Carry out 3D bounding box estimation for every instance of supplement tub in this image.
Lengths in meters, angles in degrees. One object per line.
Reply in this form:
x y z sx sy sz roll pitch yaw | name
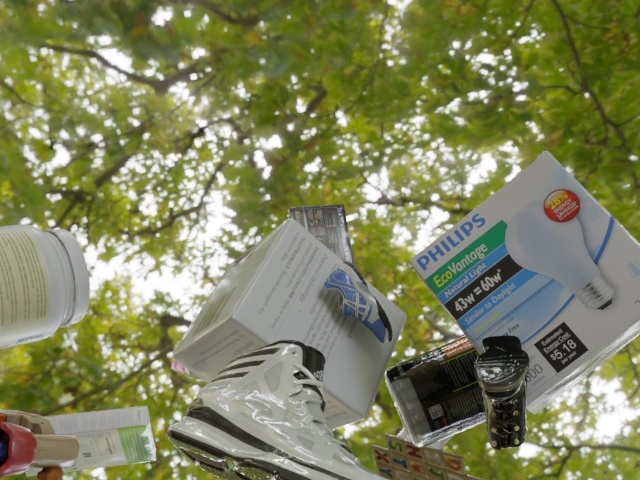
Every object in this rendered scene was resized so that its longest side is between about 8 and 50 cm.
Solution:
-0.636 0.094 1.363 0.235 0.325 0.235 10 -76 44 | supplement tub
0.343 0.347 1.734 0.207 0.338 0.207 158 -90 -89 | supplement tub

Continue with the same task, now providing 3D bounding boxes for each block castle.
-0.650 0.424 1.201 0.453 0.213 0.303 2 -105 30 | block castle

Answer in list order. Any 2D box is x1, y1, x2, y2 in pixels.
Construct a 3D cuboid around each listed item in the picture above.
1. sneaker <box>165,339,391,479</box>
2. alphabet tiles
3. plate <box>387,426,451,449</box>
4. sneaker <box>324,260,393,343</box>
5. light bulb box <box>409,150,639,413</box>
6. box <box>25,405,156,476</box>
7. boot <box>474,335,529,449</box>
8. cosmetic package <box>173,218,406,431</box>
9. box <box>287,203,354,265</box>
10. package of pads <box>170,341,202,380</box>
-0.020 0.283 1.143 0.447 0.257 0.169 11 -37 34 | sneaker
0.292 0.646 1.877 0.342 0.011 0.285 6 -59 38 | alphabet tiles
0.335 0.580 2.206 0.045 0.277 0.278 57 -47 34 | plate
0.088 0.152 1.629 0.211 0.081 0.080 55 -9 -2 | sneaker
0.435 0.088 1.415 0.361 0.358 0.225 53 6 26 | light bulb box
-0.574 0.493 1.750 0.232 0.322 0.058 100 -16 -51 | box
0.306 0.268 1.180 0.236 0.085 0.178 -32 116 -73 | boot
-0.073 0.232 1.751 0.393 0.327 0.329 40 -41 -14 | cosmetic package
0.000 0.000 2.249 0.056 0.183 0.231 101 -18 -60 | box
-0.296 0.385 2.219 0.229 0.296 0.101 -5 -105 62 | package of pads
